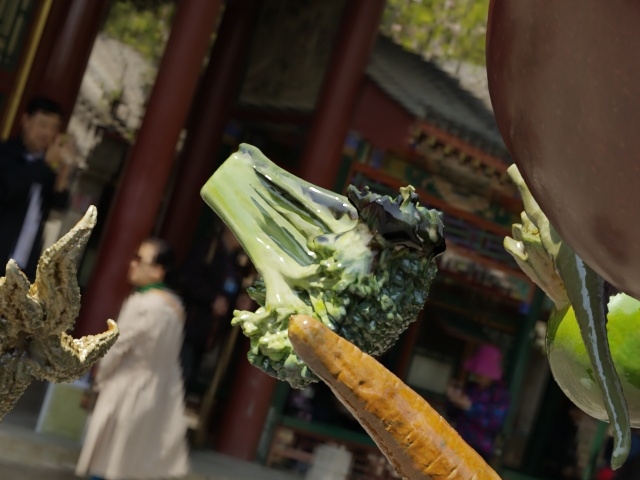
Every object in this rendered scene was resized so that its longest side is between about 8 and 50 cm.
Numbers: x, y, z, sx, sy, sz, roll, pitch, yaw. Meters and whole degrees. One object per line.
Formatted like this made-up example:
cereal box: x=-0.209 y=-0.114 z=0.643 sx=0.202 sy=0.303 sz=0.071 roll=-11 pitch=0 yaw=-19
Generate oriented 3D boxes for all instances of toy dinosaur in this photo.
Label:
toy dinosaur: x=0.190 y=0.019 z=0.889 sx=0.072 sy=0.200 sz=0.251 roll=-31 pitch=-5 yaw=19

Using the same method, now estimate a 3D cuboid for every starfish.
starfish: x=-0.338 y=0.095 z=1.418 sx=0.084 sy=0.301 sz=0.294 roll=43 pitch=-30 yaw=25

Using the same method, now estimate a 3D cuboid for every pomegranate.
pomegranate: x=0.337 y=0.081 z=1.555 sx=0.301 sy=0.236 sz=0.236 roll=34 pitch=-8 yaw=-10

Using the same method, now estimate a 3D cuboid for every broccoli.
broccoli: x=0.000 y=0.000 z=1.309 sx=0.243 sy=0.263 sz=0.247 roll=41 pitch=-44 yaw=6

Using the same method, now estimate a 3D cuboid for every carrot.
carrot: x=0.049 y=0.130 z=1.006 sx=0.210 sy=0.061 sz=0.061 roll=47 pitch=-12 yaw=-10

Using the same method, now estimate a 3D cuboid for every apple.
apple: x=0.226 y=-0.110 z=0.714 sx=0.288 sy=0.288 sz=0.317 roll=15 pitch=-31 yaw=21
